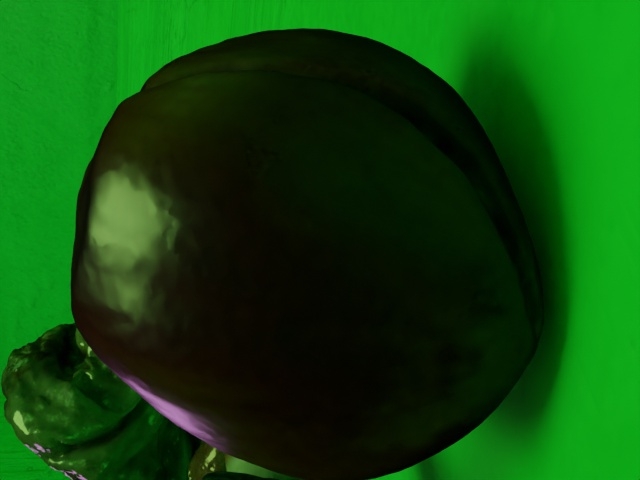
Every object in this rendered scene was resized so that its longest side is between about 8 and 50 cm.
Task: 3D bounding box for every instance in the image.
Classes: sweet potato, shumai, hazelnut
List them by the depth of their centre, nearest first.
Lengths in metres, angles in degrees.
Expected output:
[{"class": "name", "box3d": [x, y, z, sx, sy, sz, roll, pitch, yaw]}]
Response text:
[{"class": "hazelnut", "box3d": [0.003, 0.007, 0.594, 0.208, 0.208, 0.208, 178, 90, -78]}, {"class": "sweet potato", "box3d": [-0.102, 0.244, 1.378, 0.226, 0.068, 0.068, 101, 162, -50]}, {"class": "shumai", "box3d": [-0.226, 0.165, 1.790, 0.263, 0.304, 0.309, -52, 23, 14]}]

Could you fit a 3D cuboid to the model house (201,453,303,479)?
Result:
[{"class": "model house", "box3d": [0.007, 0.210, 0.673, 0.271, 0.190, 0.301, 99, 180, -57]}]
